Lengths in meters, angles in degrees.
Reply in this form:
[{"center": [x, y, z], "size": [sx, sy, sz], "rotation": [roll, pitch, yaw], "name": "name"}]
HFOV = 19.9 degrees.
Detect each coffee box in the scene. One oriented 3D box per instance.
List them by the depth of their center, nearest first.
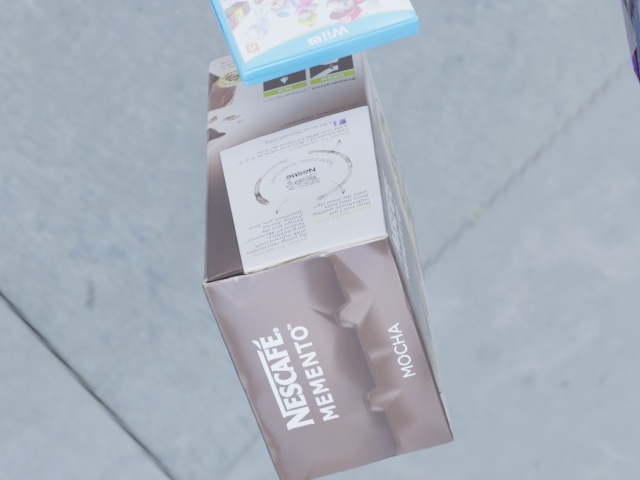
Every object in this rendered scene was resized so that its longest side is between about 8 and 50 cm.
[{"center": [0.000, 0.000, 1.230], "size": [0.119, 0.297, 0.168], "rotation": [-15, 121, 6], "name": "coffee box"}]

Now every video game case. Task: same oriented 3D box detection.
[{"center": [-0.017, -0.179, 1.202], "size": [0.119, 0.166, 0.015], "rotation": [-18, 143, -6], "name": "video game case"}]

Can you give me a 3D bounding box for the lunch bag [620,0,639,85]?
[{"center": [0.247, -0.094, 0.432], "size": [0.328, 0.385, 0.238], "rotation": [-11, 91, 2], "name": "lunch bag"}]
